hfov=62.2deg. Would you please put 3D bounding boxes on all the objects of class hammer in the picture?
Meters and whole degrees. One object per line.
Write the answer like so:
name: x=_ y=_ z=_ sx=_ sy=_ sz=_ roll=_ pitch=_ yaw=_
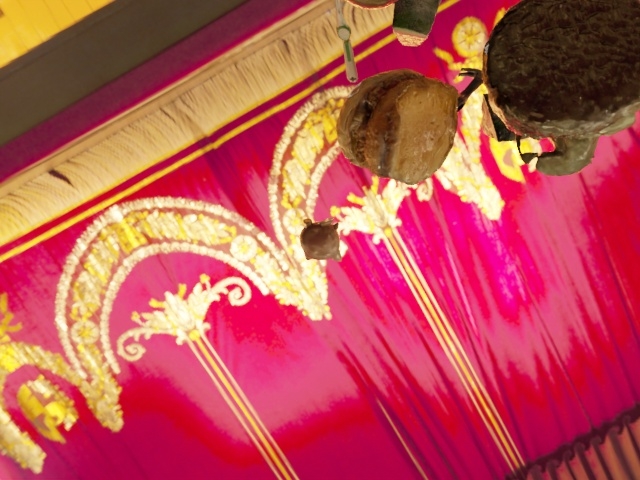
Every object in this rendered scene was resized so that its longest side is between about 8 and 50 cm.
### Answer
hammer: x=0.485 y=-0.496 z=1.770 sx=0.290 sy=0.137 sz=0.037 roll=-44 pitch=161 yaw=-34

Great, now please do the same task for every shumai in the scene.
shumai: x=0.561 y=-0.357 z=1.242 sx=0.395 sy=0.395 sz=0.348 roll=-30 pitch=161 yaw=1

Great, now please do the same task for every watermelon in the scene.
watermelon: x=0.612 y=-0.400 z=1.735 sx=0.207 sy=0.136 sz=0.202 roll=3 pitch=-157 yaw=-18
watermelon: x=0.288 y=-0.685 z=1.630 sx=0.139 sy=0.193 sz=0.256 roll=15 pitch=180 yaw=7

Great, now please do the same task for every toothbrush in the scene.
toothbrush: x=0.046 y=-0.402 z=1.037 sx=0.030 sy=0.030 sz=0.304 roll=-31 pitch=158 yaw=-2

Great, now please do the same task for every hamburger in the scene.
hamburger: x=0.166 y=-0.245 z=1.121 sx=0.244 sy=0.244 sz=0.163 roll=-35 pitch=-138 yaw=-19

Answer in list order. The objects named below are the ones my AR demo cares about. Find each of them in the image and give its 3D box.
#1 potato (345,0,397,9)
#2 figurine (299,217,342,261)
potato: x=0.116 y=-0.637 z=1.269 sx=0.177 sy=0.160 sz=0.235 roll=12 pitch=-143 yaw=28
figurine: x=0.000 y=0.000 z=1.557 sx=0.125 sy=0.138 sz=0.125 roll=-10 pitch=-154 yaw=5
